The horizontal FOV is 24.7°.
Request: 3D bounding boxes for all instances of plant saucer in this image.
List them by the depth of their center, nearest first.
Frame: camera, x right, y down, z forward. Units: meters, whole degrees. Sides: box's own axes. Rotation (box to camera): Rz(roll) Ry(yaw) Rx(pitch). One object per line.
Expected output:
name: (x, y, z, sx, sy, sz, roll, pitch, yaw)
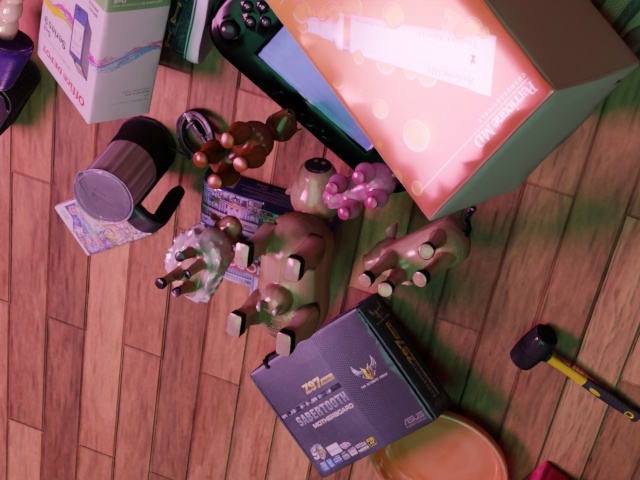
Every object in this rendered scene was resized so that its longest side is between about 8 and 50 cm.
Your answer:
plant saucer: (0.169, 0.307, 2.048, 0.200, 0.037, 0.200, 12, 127, 16)

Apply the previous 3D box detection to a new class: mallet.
mallet: (0.329, 0.183, 1.891, 0.190, 0.039, 0.062, 39, 129, -12)

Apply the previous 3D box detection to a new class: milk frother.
milk frother: (-0.218, -0.098, 1.856, 0.129, 0.134, 0.143, 32, 130, -2)

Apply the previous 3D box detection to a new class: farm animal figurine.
farm animal figurine: (0.000, 0.000, 1.754, 0.330, 0.172, 0.326, 34, 121, 13)

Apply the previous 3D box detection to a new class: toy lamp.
toy lamp: (-0.367, -0.309, 1.775, 0.080, 0.080, 0.274, 26, 118, 4)

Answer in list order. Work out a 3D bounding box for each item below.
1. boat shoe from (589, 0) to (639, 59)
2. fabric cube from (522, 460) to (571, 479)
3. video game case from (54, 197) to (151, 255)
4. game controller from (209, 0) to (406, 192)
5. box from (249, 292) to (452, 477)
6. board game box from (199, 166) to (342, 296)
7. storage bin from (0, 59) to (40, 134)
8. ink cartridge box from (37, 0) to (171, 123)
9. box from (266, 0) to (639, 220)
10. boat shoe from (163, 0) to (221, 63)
boat shoe: (0.295, -0.241, 1.550, 0.130, 0.132, 0.355, 49, 124, 6)
fabric cube: (0.311, 0.512, 1.996, 0.258, 0.254, 0.259, 38, 131, -3)
video game case: (-0.299, -0.030, 2.023, 0.122, 0.011, 0.087, -17, 116, 33)
game controller: (0.024, -0.198, 1.722, 0.319, 0.067, 0.166, 40, 130, -9)
box: (0.038, 0.200, 1.989, 0.233, 0.059, 0.183, -33, 92, 37)
board game box: (-0.076, 0.020, 1.930, 0.194, 0.060, 0.194, 17, 128, 11)
storage bin: (-0.475, -0.218, 1.914, 0.180, 0.084, 0.122, 37, 130, -6)
ink cartridge box: (-0.256, -0.268, 1.732, 0.154, 0.093, 0.212, 52, 143, 34)
box: (0.119, -0.230, 1.505, 0.345, 0.168, 0.215, 54, 132, 14)
boat shoe: (-0.161, -0.297, 1.730, 0.083, 0.065, 0.183, 25, 131, 7)
